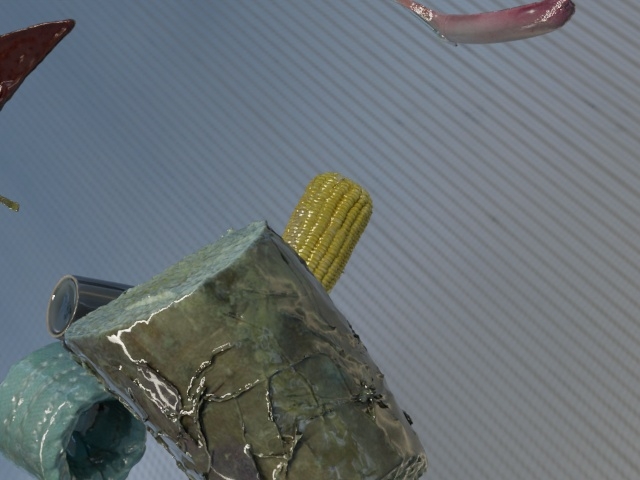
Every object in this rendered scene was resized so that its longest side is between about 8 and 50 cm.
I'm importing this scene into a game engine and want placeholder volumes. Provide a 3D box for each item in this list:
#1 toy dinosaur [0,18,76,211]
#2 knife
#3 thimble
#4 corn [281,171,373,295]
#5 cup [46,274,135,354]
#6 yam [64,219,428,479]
[{"bbox_3d":[-0.322,-0.097,0.970,0.113,0.327,0.206,-43,73,39],"label":"toy dinosaur"},{"bbox_3d":[0.204,-0.264,1.454,0.278,0.123,0.053,14,80,54],"label":"knife"},{"bbox_3d":[-0.350,0.261,1.696,0.143,0.235,0.198,25,74,30],"label":"thimble"},{"bbox_3d":[0.000,0.000,1.336,0.063,0.085,0.165,-13,45,49],"label":"corn"},{"bbox_3d":[-0.243,0.084,1.238,0.100,0.077,0.078,-50,41,27],"label":"cup"},{"bbox_3d":[-0.049,0.134,0.978,0.271,0.202,0.201,56,163,-10],"label":"yam"}]
